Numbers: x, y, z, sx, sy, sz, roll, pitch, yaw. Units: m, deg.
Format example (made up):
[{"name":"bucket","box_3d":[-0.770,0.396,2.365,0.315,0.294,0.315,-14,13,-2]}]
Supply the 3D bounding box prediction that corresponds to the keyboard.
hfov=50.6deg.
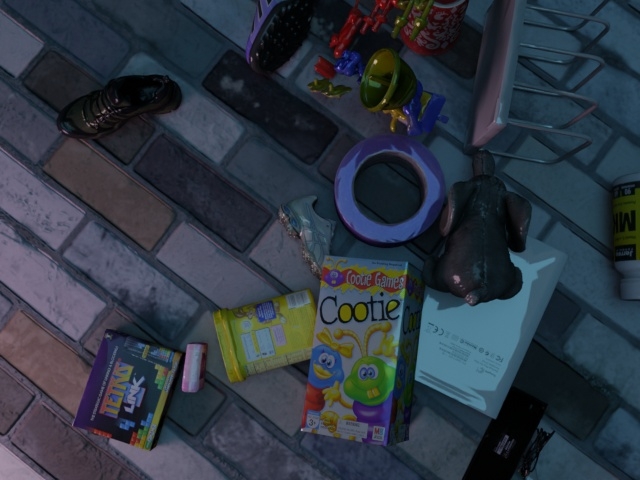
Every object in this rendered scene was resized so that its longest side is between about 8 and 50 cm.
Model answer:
[{"name":"keyboard","box_3d":[0.323,0.353,1.141,0.100,0.038,0.192,26,85,37]}]

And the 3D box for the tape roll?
[{"name":"tape roll","box_3d":[0.117,-0.084,1.175,0.189,0.080,0.189,0,82,0]}]

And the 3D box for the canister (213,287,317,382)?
[{"name":"canister","box_3d":[-0.083,0.159,1.151,0.170,0.073,0.126,-15,83,-3]}]

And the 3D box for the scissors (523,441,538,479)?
[{"name":"scissors","box_3d":[0.350,0.434,1.137,0.109,0.021,0.297,-19,83,0]}]

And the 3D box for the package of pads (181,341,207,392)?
[{"name":"package of pads","box_3d":[-0.214,0.216,1.156,0.032,0.050,0.083,5,84,1]}]

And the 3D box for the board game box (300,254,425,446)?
[{"name":"board game box","box_3d":[0.074,0.174,1.088,0.144,0.142,0.275,4,80,21]}]

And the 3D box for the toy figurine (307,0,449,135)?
[{"name":"toy figurine","box_3d":[0.148,-0.261,1.102,0.217,0.362,0.191,29,97,-23]}]

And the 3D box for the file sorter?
[{"name":"file sorter","box_3d":[0.368,-0.285,1.143,0.173,0.193,0.278,12,83,-1]}]

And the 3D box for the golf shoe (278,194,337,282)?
[{"name":"golf shoe","box_3d":[0.000,0.000,1.174,0.086,0.069,0.176,-29,85,-9]}]

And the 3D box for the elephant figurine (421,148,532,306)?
[{"name":"elephant figurine","box_3d":[0.250,-0.031,1.069,0.169,0.186,0.239,5,97,-35]}]

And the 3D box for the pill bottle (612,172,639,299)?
[{"name":"pill bottle","box_3d":[0.557,-0.003,1.139,0.119,0.119,0.208,2,82,1]}]

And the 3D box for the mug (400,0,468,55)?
[{"name":"mug","box_3d":[0.188,-0.417,1.169,0.113,0.169,0.150,-45,85,-4]}]

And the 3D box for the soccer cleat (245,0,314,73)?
[{"name":"soccer cleat","box_3d":[-0.067,-0.450,1.222,0.116,0.108,0.318,24,86,26]}]

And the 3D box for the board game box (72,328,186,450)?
[{"name":"board game box","box_3d":[-0.323,0.253,1.154,0.141,0.048,0.170,17,83,1]}]

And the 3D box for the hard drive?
[{"name":"hard drive","box_3d":[0.270,0.121,1.167,0.203,0.040,0.307,26,84,4]}]

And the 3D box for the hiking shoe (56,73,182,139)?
[{"name":"hiking shoe","box_3d":[-0.363,-0.247,1.182,0.227,0.114,0.086,-21,83,-2]}]
